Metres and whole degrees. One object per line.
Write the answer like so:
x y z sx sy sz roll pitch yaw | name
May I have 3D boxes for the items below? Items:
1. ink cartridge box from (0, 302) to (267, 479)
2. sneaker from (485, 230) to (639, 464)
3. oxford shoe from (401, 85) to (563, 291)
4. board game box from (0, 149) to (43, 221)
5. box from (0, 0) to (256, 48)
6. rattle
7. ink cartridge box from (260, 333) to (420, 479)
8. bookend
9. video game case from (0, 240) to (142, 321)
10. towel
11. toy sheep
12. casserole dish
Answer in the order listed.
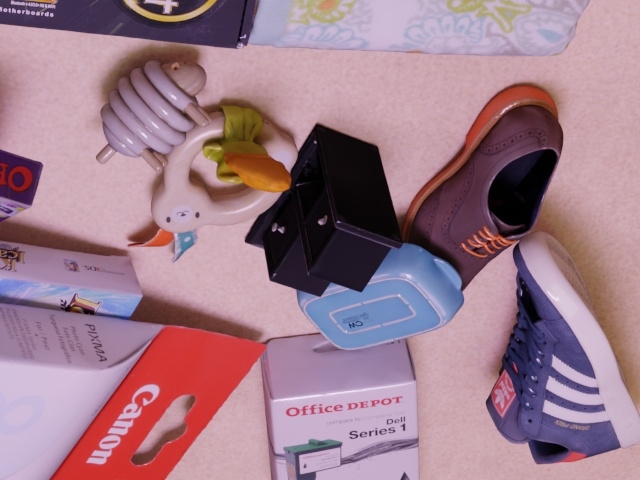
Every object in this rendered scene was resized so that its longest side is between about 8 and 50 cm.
-0.268 0.209 1.829 0.385 0.091 0.308 11 128 -38 | ink cartridge box
0.232 0.131 1.890 0.148 0.131 0.350 -22 135 7 | sneaker
0.154 -0.021 1.793 0.097 0.098 0.271 13 125 -20 | oxford shoe
-0.440 -0.086 1.603 0.347 0.208 0.056 19 79 -22 | board game box
-0.225 -0.316 1.363 0.395 0.097 0.318 6 124 -11 | box
-0.103 -0.020 1.734 0.200 0.142 0.130 -44 141 16 | rattle
0.023 0.209 1.958 0.160 0.092 0.219 -8 129 -4 | ink cartridge box
0.000 0.000 1.749 0.072 0.156 0.157 19 124 -23 | bookend
-0.342 0.114 1.803 0.244 0.061 0.269 8 130 -34 | video game case
0.114 -0.320 1.538 0.321 0.090 0.374 2 128 -18 | towel
-0.157 -0.116 1.677 0.132 0.091 0.091 -43 124 5 | toy sheep
0.056 0.063 1.840 0.188 0.037 0.114 -16 129 35 | casserole dish
